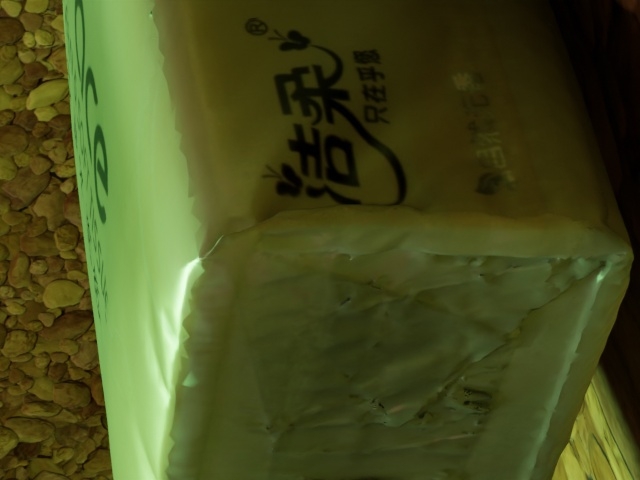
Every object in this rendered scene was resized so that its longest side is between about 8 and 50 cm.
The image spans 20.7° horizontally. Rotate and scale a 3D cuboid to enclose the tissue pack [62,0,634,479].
[{"bbox_3d":[-0.017,-0.052,0.869,0.332,0.205,0.405,103,159,-49],"label":"tissue pack"}]
